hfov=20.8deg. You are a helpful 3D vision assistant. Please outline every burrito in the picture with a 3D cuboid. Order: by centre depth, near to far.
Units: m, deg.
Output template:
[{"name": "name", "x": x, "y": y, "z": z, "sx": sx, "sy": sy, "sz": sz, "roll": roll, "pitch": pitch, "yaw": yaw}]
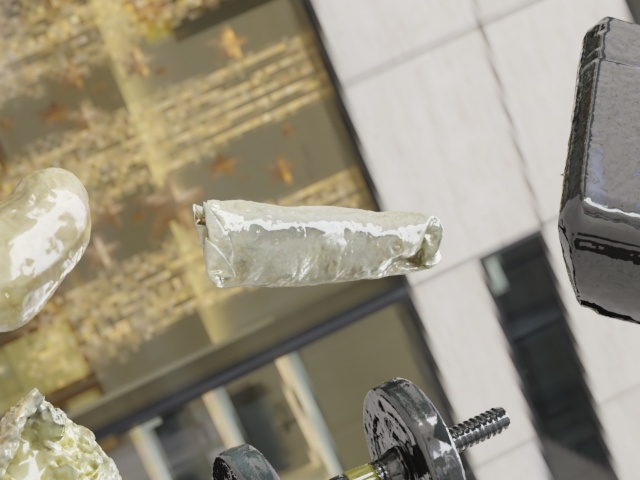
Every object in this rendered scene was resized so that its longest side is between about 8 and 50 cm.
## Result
[{"name": "burrito", "x": 0.000, "y": 0.000, "z": 1.605, "sx": 0.059, "sy": 0.275, "sz": 0.082, "roll": -13, "pitch": -98, "yaw": 52}]

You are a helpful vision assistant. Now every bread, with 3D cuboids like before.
[{"name": "bread", "x": -0.275, "y": 0.322, "z": 1.761, "sx": 0.171, "sy": 0.192, "sz": 0.314, "roll": -14, "pitch": 74, "yaw": -60}]

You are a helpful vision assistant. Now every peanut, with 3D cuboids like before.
[{"name": "peanut", "x": -0.359, "y": 0.008, "z": 2.100, "sx": 0.129, "sy": 0.224, "sz": 0.129, "roll": 23, "pitch": -34, "yaw": 16}]

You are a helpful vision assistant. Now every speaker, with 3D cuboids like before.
[{"name": "speaker", "x": 0.270, "y": -0.028, "z": 1.371, "sx": 0.388, "sy": 0.180, "sz": 0.184, "roll": -70, "pitch": 172, "yaw": -59}]

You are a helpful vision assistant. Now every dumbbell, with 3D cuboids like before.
[{"name": "dumbbell", "x": 0.016, "y": 0.210, "z": 1.451, "sx": 0.143, "sy": 0.325, "sz": 0.143, "roll": 53, "pitch": -24, "yaw": 37}]
